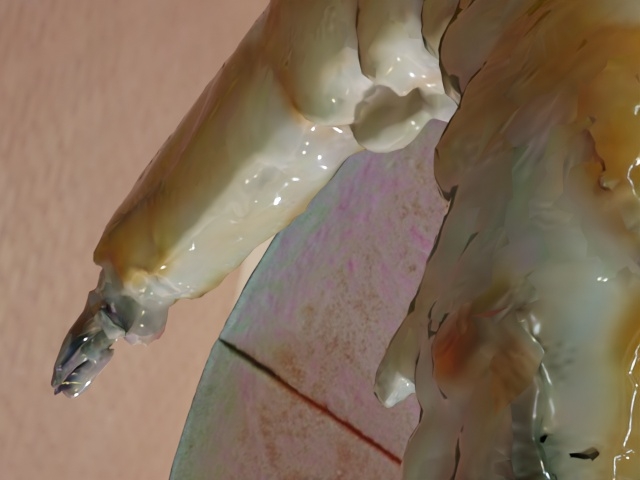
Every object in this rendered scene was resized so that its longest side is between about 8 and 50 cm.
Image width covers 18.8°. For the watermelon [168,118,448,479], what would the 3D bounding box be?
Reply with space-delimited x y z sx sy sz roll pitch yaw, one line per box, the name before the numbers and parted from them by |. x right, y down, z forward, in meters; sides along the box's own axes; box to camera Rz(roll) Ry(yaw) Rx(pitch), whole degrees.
watermelon | 0.106 0.094 0.728 0.222 0.292 0.319 25 47 -45

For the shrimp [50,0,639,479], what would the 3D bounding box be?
shrimp | 0.022 -0.025 0.445 0.287 0.068 0.185 15 -105 57
